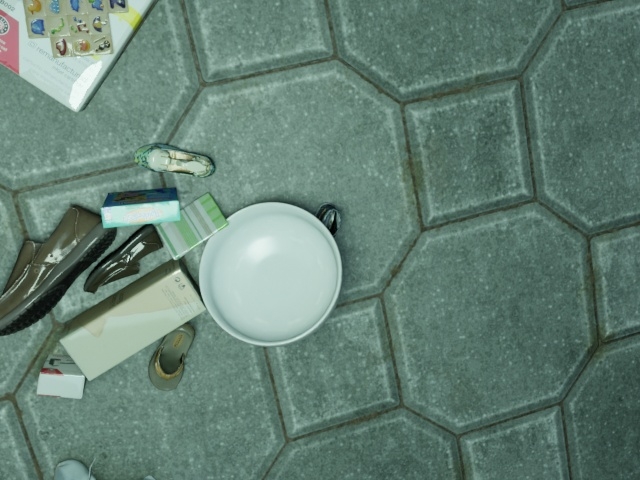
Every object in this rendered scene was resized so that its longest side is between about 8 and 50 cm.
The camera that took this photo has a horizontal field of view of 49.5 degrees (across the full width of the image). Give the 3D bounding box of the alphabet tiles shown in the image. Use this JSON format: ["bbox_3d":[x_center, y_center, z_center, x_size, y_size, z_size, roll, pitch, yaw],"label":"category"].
[{"bbox_3d":[-0.483,-0.485,1.366,0.198,0.009,0.237,-7,103,-12],"label":"alphabet tiles"}]

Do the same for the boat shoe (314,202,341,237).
[{"bbox_3d":[0.000,0.000,1.712,0.065,0.083,0.184,12,99,-16],"label":"boat shoe"}]

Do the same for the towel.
[{"bbox_3d":[-0.300,-0.032,1.633,0.152,0.113,0.023,-33,151,-4],"label":"towel"}]

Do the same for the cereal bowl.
[{"bbox_3d":[-0.106,0.087,1.640,0.338,0.141,0.339,-2,76,9],"label":"cereal bowl"}]

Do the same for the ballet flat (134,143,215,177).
[{"bbox_3d":[-0.335,-0.183,1.605,0.188,0.070,0.070,5,101,-14],"label":"ballet flat"}]

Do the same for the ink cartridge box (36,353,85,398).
[{"bbox_3d":[-0.595,0.314,1.613,0.099,0.135,0.056,9,97,-15],"label":"ink cartridge box"}]

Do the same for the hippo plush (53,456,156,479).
[{"bbox_3d":[-0.508,0.630,1.695,0.236,0.234,0.294,10,117,-45],"label":"hippo plush"}]

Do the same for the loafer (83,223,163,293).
[{"bbox_3d":[-0.456,0.056,1.619,0.220,0.080,0.078,-41,107,-2],"label":"loafer"}]

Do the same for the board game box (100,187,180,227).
[{"bbox_3d":[-0.395,-0.076,1.538,0.160,0.210,0.047,-6,103,-11],"label":"board game box"}]

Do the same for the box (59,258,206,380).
[{"bbox_3d":[-0.432,0.177,1.618,0.311,0.148,0.121,-32,107,-6],"label":"box"}]

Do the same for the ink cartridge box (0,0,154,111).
[{"bbox_3d":[-0.516,-0.505,1.443,0.279,0.160,0.385,34,93,-17],"label":"ink cartridge box"}]

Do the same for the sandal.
[{"bbox_3d":[-0.358,0.291,1.674,0.089,0.060,0.219,19,122,-19],"label":"sandal"}]

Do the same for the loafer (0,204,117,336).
[{"bbox_3d":[-0.628,0.065,1.572,0.130,0.134,0.366,43,79,5],"label":"loafer"}]
